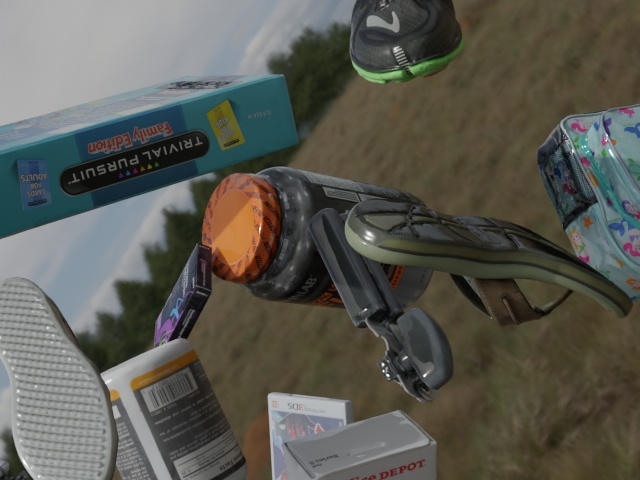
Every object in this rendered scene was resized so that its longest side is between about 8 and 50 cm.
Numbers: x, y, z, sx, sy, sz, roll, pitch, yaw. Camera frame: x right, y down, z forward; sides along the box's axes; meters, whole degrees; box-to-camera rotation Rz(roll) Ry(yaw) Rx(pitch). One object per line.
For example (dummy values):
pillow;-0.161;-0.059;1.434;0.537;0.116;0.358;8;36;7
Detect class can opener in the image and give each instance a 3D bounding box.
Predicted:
can opener;0.076;0.071;1.338;0.093;0.280;0.074;-44;-33;21

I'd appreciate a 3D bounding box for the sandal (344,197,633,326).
sandal;0.153;0.031;1.055;0.120;0.303;0.086;-130;55;-63

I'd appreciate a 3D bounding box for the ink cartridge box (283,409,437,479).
ink cartridge box;0.063;0.410;1.655;0.115;0.198;0.272;-142;45;-58

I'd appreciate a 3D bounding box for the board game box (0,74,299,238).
board game box;-0.230;-0.094;1.160;0.336;0.079;0.254;-19;16;-25

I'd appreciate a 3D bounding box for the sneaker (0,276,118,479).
sneaker;-0.267;0.179;1.211;0.102;0.282;0.161;-24;-37;-6

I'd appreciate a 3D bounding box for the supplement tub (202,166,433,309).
supplement tub;0.000;0.000;1.752;0.207;0.338;0.207;-14;73;51

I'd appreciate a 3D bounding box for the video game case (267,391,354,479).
video game case;-0.014;0.355;1.837;0.023;0.201;0.183;-5;3;-45

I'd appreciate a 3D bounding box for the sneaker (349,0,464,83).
sneaker;0.113;-0.423;1.725;0.185;0.202;0.482;-12;48;14

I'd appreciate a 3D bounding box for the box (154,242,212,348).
box;-0.203;0.098;1.654;0.162;0.029;0.116;-59;20;25

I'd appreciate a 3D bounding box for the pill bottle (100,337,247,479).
pill bottle;-0.196;0.287;1.530;0.162;0.278;0.162;-24;1;0

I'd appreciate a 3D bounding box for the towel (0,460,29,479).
towel;-0.520;0.497;1.673;0.235;0.121;0.283;-37;-34;-53

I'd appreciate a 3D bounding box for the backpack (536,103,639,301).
backpack;0.428;-0.056;1.460;0.225;0.253;0.191;-10;-15;-20
